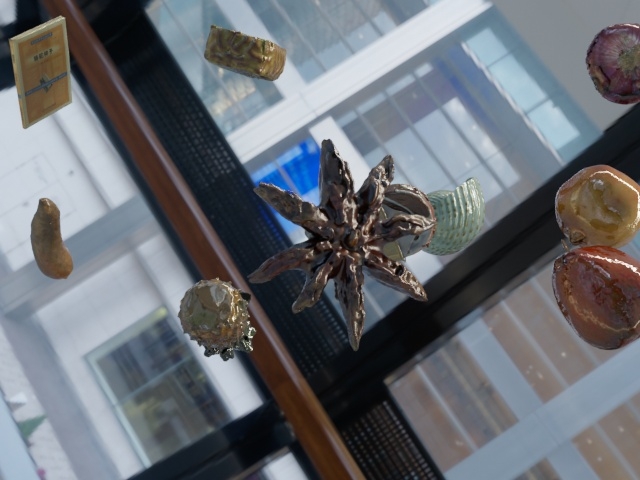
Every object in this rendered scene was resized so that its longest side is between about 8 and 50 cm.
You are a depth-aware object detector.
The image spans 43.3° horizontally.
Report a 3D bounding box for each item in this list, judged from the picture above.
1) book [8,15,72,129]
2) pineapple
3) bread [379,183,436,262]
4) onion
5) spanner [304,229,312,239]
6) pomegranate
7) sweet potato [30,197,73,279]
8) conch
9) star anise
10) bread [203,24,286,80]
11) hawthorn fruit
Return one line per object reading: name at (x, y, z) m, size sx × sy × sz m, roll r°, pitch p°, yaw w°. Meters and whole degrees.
book at (-0.677, -0.409, 1.969) m, size 0.018 × 0.170 × 0.242 m, roll 24°, pitch -47°, yaw 18°
pineapple at (-0.206, 0.179, 1.759) m, size 0.141 × 0.170 × 0.310 m, roll 22°, pitch -17°, yaw 15°
bread at (0.210, -0.055, 2.225) m, size 0.142 × 0.212 × 0.224 m, roll -80°, pitch 148°, yaw -74°
onion at (0.560, -0.321, 1.495) m, size 0.150 × 0.150 × 0.140 m, roll 57°, pitch 4°, yaw 5°
spanner at (0.000, 0.000, 1.743) m, size 0.096 × 0.040 × 0.325 m, roll 55°, pitch 0°, yaw -12°
pomegranate at (0.655, -0.077, 1.883) m, size 0.209 × 0.209 × 0.209 m, roll 56°, pitch -5°, yaw 7°
sweet potato at (-0.704, -0.007, 2.080) m, size 0.097 × 0.097 × 0.292 m, roll 53°, pitch -27°, yaw 38°
conch at (0.407, -0.061, 2.608) m, size 0.303 × 0.319 × 0.215 m, roll -36°, pitch -91°, yaw 45°
star anise at (0.029, 0.004, 1.085) m, size 0.288 × 0.288 × 0.088 m, roll 57°, pitch -11°, yaw -5°
bread at (-0.180, -0.443, 1.917) m, size 0.181 × 0.096 × 0.222 m, roll 16°, pitch 9°, yaw 6°
hawthorn fruit at (0.589, 0.101, 1.712) m, size 0.262 × 0.210 × 0.210 m, roll 47°, pitch -8°, yaw 23°
